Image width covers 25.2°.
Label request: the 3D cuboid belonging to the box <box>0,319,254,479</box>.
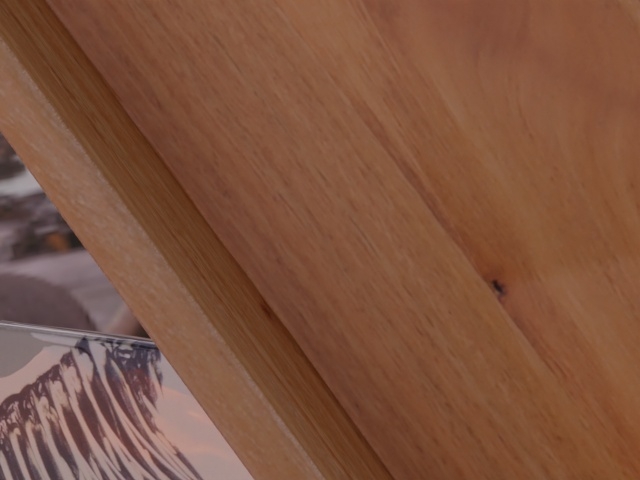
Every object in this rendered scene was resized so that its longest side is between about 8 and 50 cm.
[{"bbox_3d":[-0.035,0.098,0.572,0.275,0.113,0.094,3,-6,27],"label":"box"}]

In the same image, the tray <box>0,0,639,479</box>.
[{"bbox_3d":[0.007,-0.094,0.342,0.203,0.411,0.076,-36,-2,10],"label":"tray"}]
